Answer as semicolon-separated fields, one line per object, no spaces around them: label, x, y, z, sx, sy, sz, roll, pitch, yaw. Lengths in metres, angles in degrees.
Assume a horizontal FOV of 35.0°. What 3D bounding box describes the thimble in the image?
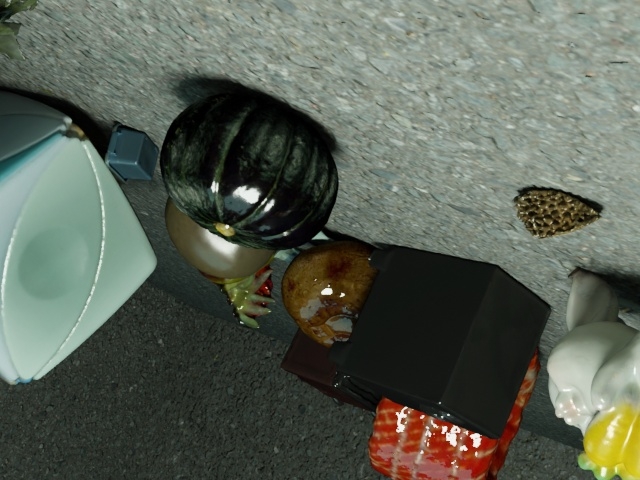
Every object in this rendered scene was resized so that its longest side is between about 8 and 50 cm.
thimble;0.252;0.307;1.892;0.230;0.350;0.350;20;169;18

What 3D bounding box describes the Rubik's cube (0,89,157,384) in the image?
Rubik's cube;-0.535;-0.016;1.712;0.352;0.351;0.347;27;151;43

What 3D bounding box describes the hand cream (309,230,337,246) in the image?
hand cream;0.000;0.001;1.756;0.079;0.050;0.275;47;-173;29

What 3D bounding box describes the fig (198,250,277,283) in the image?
fig;-0.151;-0.002;1.850;0.165;0.154;0.144;-5;162;-19

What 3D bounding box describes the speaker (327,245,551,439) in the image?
speaker;0.183;0.156;1.590;0.254;0.232;0.184;11;162;47

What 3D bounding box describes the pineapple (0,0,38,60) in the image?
pineapple;-0.433;-0.254;1.248;0.130;0.119;0.277;49;158;-20

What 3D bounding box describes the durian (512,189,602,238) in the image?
durian;0.249;-0.034;1.099;0.066;0.052;0.130;-14;-171;-25

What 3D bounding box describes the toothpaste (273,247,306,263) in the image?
toothpaste;0.048;0.060;1.837;0.268;0.047;0.069;21;-173;-15

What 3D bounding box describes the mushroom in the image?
mushroom;0.044;0.102;1.732;0.194;0.138;0.231;-24;136;39

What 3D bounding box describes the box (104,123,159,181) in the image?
box;-0.301;-0.139;1.638;0.054;0.074;0.099;7;166;11

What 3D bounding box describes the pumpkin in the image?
pumpkin;-0.087;-0.080;1.225;0.220;0.162;0.220;19;165;5

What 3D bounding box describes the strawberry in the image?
strawberry;-0.195;0.027;2.129;0.233;0.138;0.306;56;177;-36

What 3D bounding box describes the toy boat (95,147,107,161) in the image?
toy boat;-0.470;-0.151;1.942;0.188;0.061;0.116;14;164;39

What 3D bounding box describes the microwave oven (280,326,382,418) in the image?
microwave oven;0.079;0.195;1.973;0.188;0.247;0.178;11;161;45

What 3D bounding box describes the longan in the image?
longan;-0.155;-0.029;1.597;0.189;0.189;0.189;23;169;5

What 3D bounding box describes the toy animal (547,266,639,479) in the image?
toy animal;0.379;0.147;1.186;0.183;0.247;0.310;43;150;-10
